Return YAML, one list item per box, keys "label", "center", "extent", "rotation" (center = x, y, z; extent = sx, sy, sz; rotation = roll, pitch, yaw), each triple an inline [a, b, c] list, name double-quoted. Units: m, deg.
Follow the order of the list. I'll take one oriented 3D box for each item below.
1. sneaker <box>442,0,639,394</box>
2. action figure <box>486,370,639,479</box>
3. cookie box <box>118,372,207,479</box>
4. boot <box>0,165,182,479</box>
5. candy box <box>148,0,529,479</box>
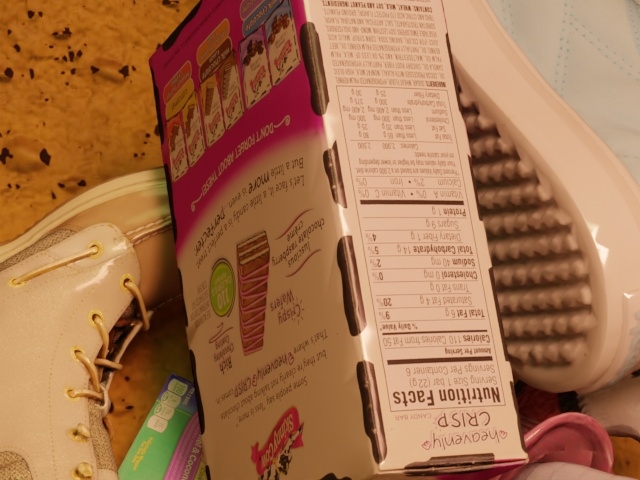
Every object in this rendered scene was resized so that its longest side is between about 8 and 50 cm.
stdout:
- label: "sneaker"
  center: [0.087, -0.083, 0.865]
  extent: [0.150, 0.135, 0.366]
  rotation: [-7, 53, -30]
- label: "action figure"
  center: [0.095, 0.192, 0.823]
  extent: [0.276, 0.248, 0.370]
  rotation: [-14, 53, 22]
- label: "cookie box"
  center: [-0.043, 0.127, 0.884]
  extent: [0.107, 0.040, 0.092]
  rotation: [24, 60, 5]
- label: "boot"
  center: [-0.103, 0.061, 0.858]
  extent: [0.213, 0.077, 0.165]
  rotation: [-21, 49, -4]
- label: "candy box"
  center: [0.000, 0.000, 0.790]
  extent: [0.071, 0.159, 0.233]
  rotation: [0, 72, -27]
